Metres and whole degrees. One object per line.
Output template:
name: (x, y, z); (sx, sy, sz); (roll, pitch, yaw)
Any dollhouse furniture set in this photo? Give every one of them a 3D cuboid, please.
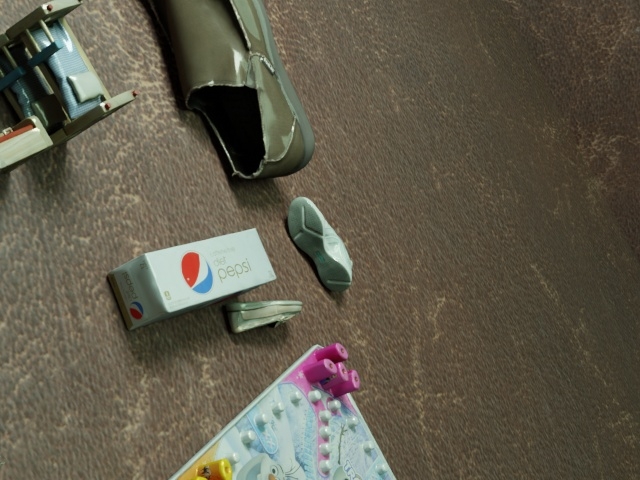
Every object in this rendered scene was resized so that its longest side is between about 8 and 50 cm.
dollhouse furniture set: (-0.310, -0.155, 1.072); (0.129, 0.129, 0.184); (60, 33, -8)

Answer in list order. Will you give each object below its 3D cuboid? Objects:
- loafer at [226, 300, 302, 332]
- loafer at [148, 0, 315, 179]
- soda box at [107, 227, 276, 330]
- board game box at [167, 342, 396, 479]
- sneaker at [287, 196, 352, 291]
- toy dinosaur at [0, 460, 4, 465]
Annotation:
loafer: (-0.073, 0.098, 1.338); (0.125, 0.045, 0.039); (2, 85, -48)
loafer: (-0.129, -0.240, 1.384); (0.365, 0.134, 0.130); (59, 33, -10)
soda box: (-0.149, 0.043, 1.232); (0.216, 0.069, 0.073); (-15, 82, -58)
board game box: (0.018, 0.367, 1.277); (0.389, 0.050, 0.390); (62, 33, -5)
sneaker: (0.000, 0.000, 1.499); (0.152, 0.054, 0.061); (61, 23, -18)
toy dinosaur: (-0.305, 0.235, 0.928); (0.090, 0.047, 0.082); (15, 61, -11)
